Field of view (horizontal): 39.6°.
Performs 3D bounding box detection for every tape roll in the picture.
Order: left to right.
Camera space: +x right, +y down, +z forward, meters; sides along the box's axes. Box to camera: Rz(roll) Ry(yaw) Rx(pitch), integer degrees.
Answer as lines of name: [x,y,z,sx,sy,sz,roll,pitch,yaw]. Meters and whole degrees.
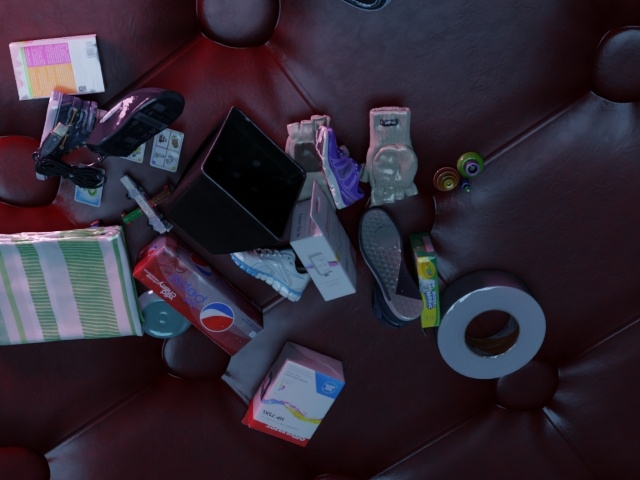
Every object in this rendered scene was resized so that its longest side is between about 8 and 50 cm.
tape roll: [0.337,0.169,1.790,0.219,0.072,0.219,-2,118,-3]

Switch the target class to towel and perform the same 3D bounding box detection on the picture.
towel: [-0.512,0.092,1.687,0.324,0.038,0.248,-4,119,4]

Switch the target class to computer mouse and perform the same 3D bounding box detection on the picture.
computer mouse: [-0.365,-0.192,1.487,0.262,0.060,0.184,-38,157,21]

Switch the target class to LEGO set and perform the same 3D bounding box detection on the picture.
LEGO set: [-0.351,-0.113,1.623,0.182,0.060,0.244,15,114,2]

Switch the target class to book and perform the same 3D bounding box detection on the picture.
book: [-0.448,-0.296,1.517,0.144,0.035,0.096,-5,115,-3]

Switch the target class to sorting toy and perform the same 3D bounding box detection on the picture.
sorting toy: [0.263,-0.118,1.655,0.102,0.042,0.061,-28,115,10]

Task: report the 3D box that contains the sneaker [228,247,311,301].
sneaker: [-0.095,0.037,1.700,0.190,0.071,0.083,32,104,-27]

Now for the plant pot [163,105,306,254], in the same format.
plant pot: [-0.163,-0.083,1.562,0.167,0.188,0.187,-31,117,36]

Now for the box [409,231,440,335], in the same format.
box: [0.203,0.086,1.719,0.043,0.105,0.179,-5,118,-1]

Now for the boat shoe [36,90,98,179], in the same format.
boat shoe: [-0.444,-0.172,1.552,0.083,0.065,0.183,12,130,-18]

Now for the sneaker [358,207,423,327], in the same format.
sneaker: [0.124,0.061,1.715,0.086,0.163,0.226,-16,76,-6]

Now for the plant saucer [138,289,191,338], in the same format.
plant saucer: [-0.311,0.149,1.759,0.119,0.021,0.119,-2,117,-3]

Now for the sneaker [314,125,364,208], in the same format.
sneaker: [0.035,-0.136,1.579,0.071,0.068,0.170,-21,131,0]

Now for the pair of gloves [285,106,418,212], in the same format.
pair of gloves: [0.056,-0.146,1.624,0.240,0.042,0.204,-8,123,7]

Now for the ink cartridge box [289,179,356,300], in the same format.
ink cartridge box: [0.000,0.000,1.632,0.067,0.115,0.198,-17,127,17]

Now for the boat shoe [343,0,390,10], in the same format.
boat shoe: [0.007,-0.444,1.397,0.108,0.102,0.301,-25,137,31]

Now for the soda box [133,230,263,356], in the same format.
soda box: [-0.231,0.101,1.705,0.092,0.083,0.263,-41,112,14]

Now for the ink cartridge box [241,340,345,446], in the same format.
ink cartridge box: [-0.061,0.336,1.841,0.134,0.078,0.231,23,113,-15]
